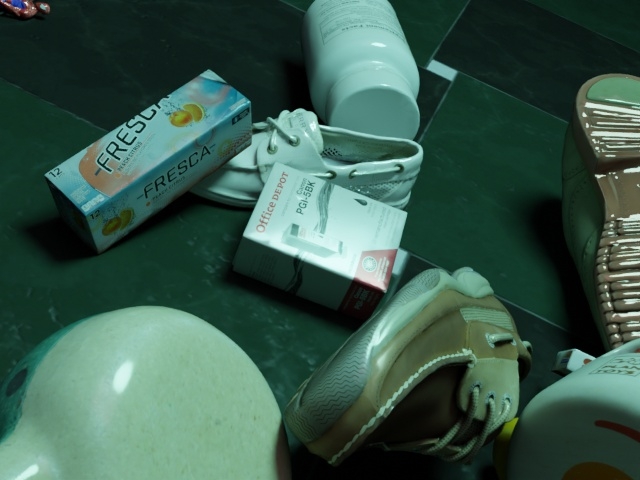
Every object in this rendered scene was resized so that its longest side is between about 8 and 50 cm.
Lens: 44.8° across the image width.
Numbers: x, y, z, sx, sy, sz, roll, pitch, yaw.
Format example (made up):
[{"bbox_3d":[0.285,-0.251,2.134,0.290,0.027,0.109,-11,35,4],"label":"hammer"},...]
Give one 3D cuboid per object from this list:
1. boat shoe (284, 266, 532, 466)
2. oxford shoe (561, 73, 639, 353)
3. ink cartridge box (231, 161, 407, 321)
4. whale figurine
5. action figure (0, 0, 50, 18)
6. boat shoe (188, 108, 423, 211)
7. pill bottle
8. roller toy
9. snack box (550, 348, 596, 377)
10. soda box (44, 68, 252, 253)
[{"bbox_3d":[0.089,0.095,0.554,0.116,0.123,0.324,49,24,14],"label":"boat shoe"},{"bbox_3d":[0.333,0.018,0.813,0.140,0.147,0.397,4,59,2],"label":"oxford shoe"},{"bbox_3d":[0.000,0.000,0.709,0.135,0.056,0.099,21,52,-2],"label":"ink cartridge box"},{"bbox_3d":[-0.116,0.170,0.409,0.216,0.141,0.272,41,45,-42],"label":"whale figurine"},{"bbox_3d":[-0.374,-0.281,0.901,0.115,0.030,0.038,11,33,-18],"label":"action figure"},{"bbox_3d":[-0.026,-0.092,0.790,0.276,0.096,0.098,4,44,-21],"label":"boat shoe"},{"bbox_3d":[0.048,-0.201,0.934,0.131,0.131,0.229,10,39,-16],"label":"pill bottle"},{"bbox_3d":[0.231,0.167,0.527,0.146,0.191,0.209,-15,51,-38],"label":"roller toy"},{"bbox_3d":[0.285,0.140,0.650,0.178,0.064,0.022,26,82,9],"label":"snack box"},{"bbox_3d":[-0.145,-0.072,0.682,0.058,0.063,0.183,39,62,20],"label":"soda box"}]
